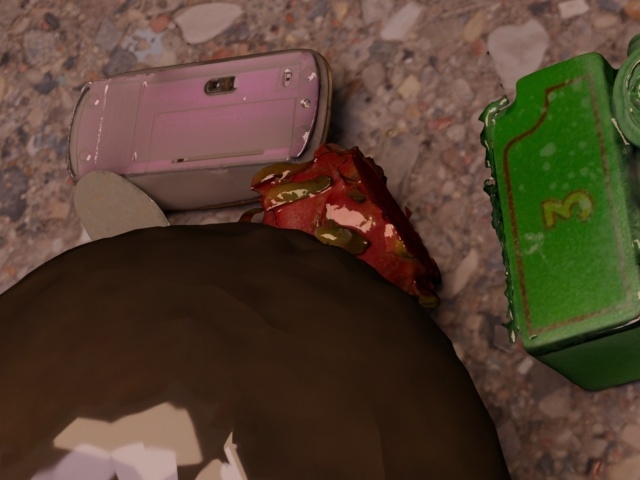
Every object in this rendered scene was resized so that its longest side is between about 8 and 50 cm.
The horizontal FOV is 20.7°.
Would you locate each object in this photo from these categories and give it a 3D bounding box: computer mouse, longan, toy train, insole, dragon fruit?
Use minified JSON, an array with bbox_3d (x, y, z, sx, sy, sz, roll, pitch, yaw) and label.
[{"bbox_3d":[-0.095,-0.089,1.407,0.245,0.056,0.126,-6,69,29],"label":"computer mouse"},{"bbox_3d":[-0.073,0.195,1.082,0.404,0.404,0.436,-21,54,15],"label":"longan"},{"bbox_3d":[0.218,-0.023,1.203,0.188,0.132,0.243,-17,62,26],"label":"toy train"},{"bbox_3d":[-0.128,0.015,1.380,0.197,0.004,0.065,45,110,20],"label":"insole"},{"bbox_3d":[0.000,0.000,1.294,0.207,0.133,0.150,0,41,41],"label":"dragon fruit"}]
